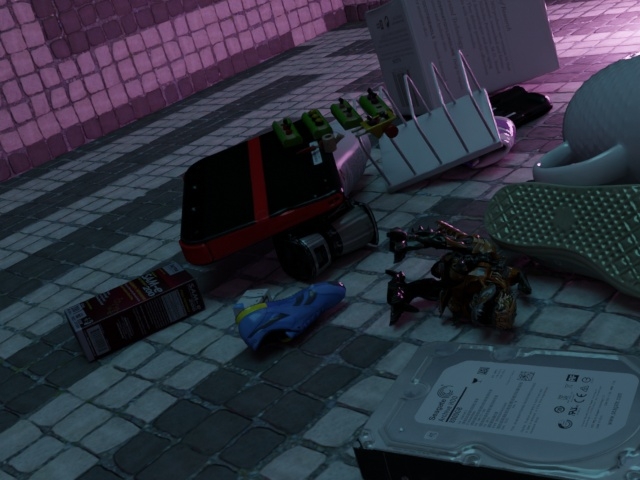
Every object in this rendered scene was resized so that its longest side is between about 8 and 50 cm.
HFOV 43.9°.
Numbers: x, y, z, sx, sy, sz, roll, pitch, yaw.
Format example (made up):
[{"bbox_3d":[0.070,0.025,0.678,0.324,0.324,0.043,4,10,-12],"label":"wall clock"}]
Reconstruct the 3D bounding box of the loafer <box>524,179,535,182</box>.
[{"bbox_3d":[0.380,-0.069,1.494,0.076,0.078,0.223,-1,27,31],"label":"loafer"}]

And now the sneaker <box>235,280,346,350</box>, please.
[{"bbox_3d":[-0.038,0.133,1.353,0.209,0.069,0.082,-18,54,-26],"label":"sneaker"}]

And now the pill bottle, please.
[{"bbox_3d":[0.015,-0.172,1.868,0.161,0.160,0.283,-5,25,26],"label":"pill bottle"}]

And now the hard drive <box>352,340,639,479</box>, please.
[{"bbox_3d":[0.238,0.216,0.966,0.339,0.064,0.237,-1,27,34],"label":"hard drive"}]

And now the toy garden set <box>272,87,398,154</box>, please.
[{"bbox_3d":[0.034,-0.249,1.661,0.244,0.049,0.203,-18,33,-7],"label":"toy garden set"}]

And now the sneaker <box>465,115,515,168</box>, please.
[{"bbox_3d":[0.312,-0.225,1.873,0.282,0.102,0.161,-7,29,22],"label":"sneaker"}]

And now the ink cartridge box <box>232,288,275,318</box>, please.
[{"bbox_3d":[-0.123,0.114,1.476,0.048,0.028,0.083,-5,25,24],"label":"ink cartridge box"}]

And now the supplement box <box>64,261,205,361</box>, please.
[{"bbox_3d":[-0.359,0.133,1.537,0.240,0.073,0.130,-24,24,-20],"label":"supplement box"}]

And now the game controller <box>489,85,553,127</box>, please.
[{"bbox_3d":[0.446,-0.317,2.059,0.319,0.067,0.166,-27,40,-23],"label":"game controller"}]

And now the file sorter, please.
[{"bbox_3d":[0.234,-0.274,1.791,0.278,0.173,0.192,-22,46,19],"label":"file sorter"}]

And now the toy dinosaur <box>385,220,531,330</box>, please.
[{"bbox_3d":[0.219,0.055,1.297,0.219,0.164,0.322,-1,5,-1],"label":"toy dinosaur"}]

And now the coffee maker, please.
[{"bbox_3d":[0.000,0.000,1.577,0.178,0.120,0.171,-28,2,-28],"label":"coffee maker"}]

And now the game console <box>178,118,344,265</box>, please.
[{"bbox_3d":[-0.130,-0.112,1.653,0.342,0.060,0.386,-20,33,5],"label":"game console"}]

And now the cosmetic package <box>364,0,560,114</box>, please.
[{"bbox_3d":[0.390,-0.567,2.243,0.394,0.327,0.329,-21,12,-12],"label":"cosmetic package"}]

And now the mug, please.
[{"bbox_3d":[0.550,-0.181,1.402,0.374,0.276,0.328,-27,14,-10],"label":"mug"}]

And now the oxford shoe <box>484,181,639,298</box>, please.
[{"bbox_3d":[0.459,-0.001,1.226,0.130,0.169,0.449,24,-4,-39],"label":"oxford shoe"}]
